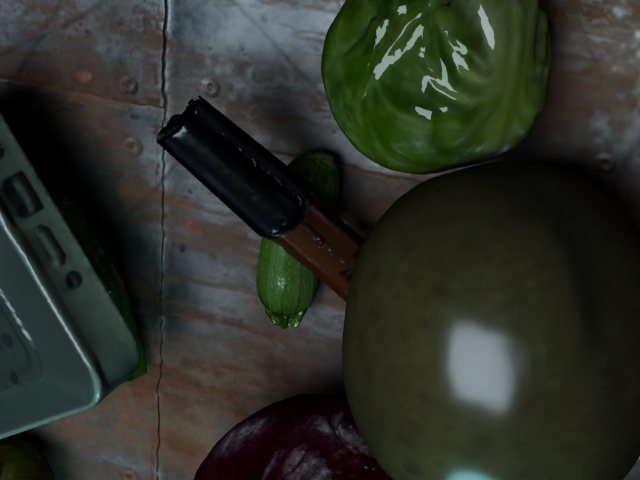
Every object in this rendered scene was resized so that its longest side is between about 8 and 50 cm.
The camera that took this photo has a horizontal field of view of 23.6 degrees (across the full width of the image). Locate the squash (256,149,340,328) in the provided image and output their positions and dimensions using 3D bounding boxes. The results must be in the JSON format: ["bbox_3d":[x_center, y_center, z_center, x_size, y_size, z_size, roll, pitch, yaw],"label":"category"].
[{"bbox_3d":[-0.028,-0.002,1.723,0.077,0.068,0.219,14,115,8],"label":"squash"}]

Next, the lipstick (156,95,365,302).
[{"bbox_3d":[0.000,0.000,1.645,0.418,0.077,0.077,40,123,-20],"label":"lipstick"}]

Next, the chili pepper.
[{"bbox_3d":[-0.280,0.059,1.853,0.099,0.083,0.253,-10,111,29],"label":"chili pepper"}]

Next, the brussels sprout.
[{"bbox_3d":[0.116,-0.182,1.518,0.244,0.244,0.244,9,113,20],"label":"brussels sprout"}]

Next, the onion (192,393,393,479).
[{"bbox_3d":[-0.014,0.304,1.728,0.337,0.282,0.260,-14,84,43],"label":"onion"}]

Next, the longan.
[{"bbox_3d":[0.183,0.103,1.517,0.361,0.361,0.361,9,113,20],"label":"longan"}]

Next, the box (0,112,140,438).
[{"bbox_3d":[-0.424,0.043,1.829,0.396,0.111,0.396,-23,100,49],"label":"box"}]

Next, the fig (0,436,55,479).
[{"bbox_3d":[-0.416,0.366,2.033,0.151,0.151,0.259,18,144,16],"label":"fig"}]
